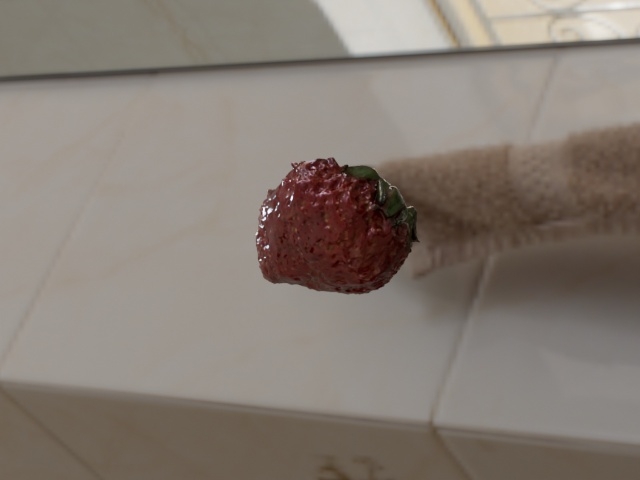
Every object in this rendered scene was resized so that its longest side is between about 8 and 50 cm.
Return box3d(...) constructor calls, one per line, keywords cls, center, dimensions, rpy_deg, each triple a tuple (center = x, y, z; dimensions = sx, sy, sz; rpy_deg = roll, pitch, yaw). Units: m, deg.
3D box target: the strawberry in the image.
box3d(cls="strawberry", center=(0.000, 0.000, 1.287), dimensions=(0.146, 0.187, 0.082), rpy_deg=(46, -133, -17))
